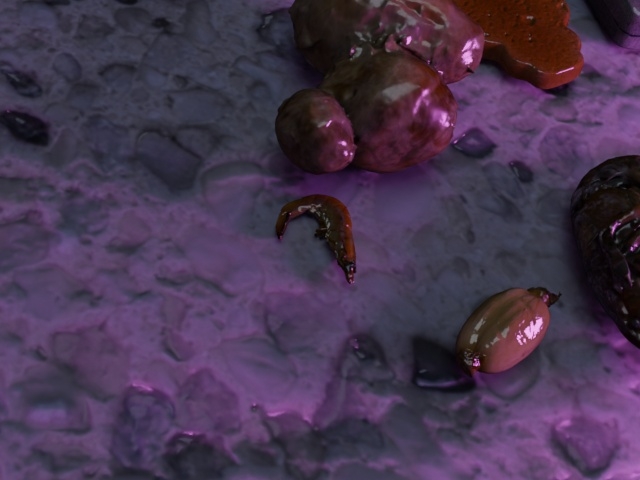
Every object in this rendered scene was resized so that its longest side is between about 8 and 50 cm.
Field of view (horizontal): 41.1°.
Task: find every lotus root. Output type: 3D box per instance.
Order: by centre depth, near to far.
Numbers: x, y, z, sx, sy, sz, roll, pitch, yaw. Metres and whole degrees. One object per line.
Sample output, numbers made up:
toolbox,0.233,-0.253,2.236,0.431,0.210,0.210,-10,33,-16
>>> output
lotus root,0.196,0.093,0.902,0.150,0.062,0.073,-35,45,-28

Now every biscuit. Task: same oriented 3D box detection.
biscuit,0.251,-0.321,1.196,0.186,0.044,0.295,-20,61,-15

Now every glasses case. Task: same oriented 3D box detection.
glasses case,0.443,-0.417,1.268,0.131,0.074,0.323,-7,58,-14

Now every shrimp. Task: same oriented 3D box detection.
shrimp,0.366,0.047,0.926,0.145,0.116,0.343,-7,57,5
shrimp,0.000,0.000,0.956,0.091,0.025,0.127,-13,55,-16

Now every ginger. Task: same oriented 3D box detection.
ginger,0.065,-0.193,1.016,0.244,0.155,0.304,13,55,-2
